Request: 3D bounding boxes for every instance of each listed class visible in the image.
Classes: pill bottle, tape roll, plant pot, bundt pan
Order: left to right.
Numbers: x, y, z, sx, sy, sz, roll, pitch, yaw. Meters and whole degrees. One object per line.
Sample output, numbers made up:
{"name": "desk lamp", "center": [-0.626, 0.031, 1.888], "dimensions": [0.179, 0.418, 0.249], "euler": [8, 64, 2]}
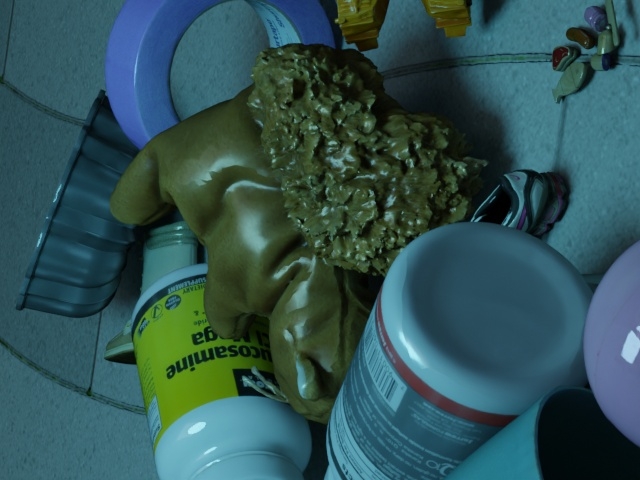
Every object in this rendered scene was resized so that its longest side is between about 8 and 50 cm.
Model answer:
{"name": "bundt pan", "center": [-0.308, -0.036, 2.521], "dimensions": [0.331, 0.124, 0.330], "euler": [-160, 90, -84]}
{"name": "tape roll", "center": [-0.119, -0.209, 2.203], "dimensions": [0.090, 0.275, 0.274], "euler": [27, 107, 55]}
{"name": "pill bottle", "center": [-0.114, 0.200, 2.164], "dimensions": [0.188, 0.188, 0.334], "euler": [-58, 33, 33]}
{"name": "pill bottle", "center": [0.122, 0.166, 1.766], "dimensions": [0.363, 0.210, 0.210], "euler": [109, 150, -50]}
{"name": "plant pot", "center": [0.190, 0.309, 1.561], "dimensions": [0.235, 0.293, 0.293], "euler": [-37, 52, 27]}

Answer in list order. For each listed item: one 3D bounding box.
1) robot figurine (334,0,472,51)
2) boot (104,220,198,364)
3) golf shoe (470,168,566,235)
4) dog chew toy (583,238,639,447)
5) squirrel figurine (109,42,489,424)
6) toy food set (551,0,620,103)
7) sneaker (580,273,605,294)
{"name": "robot figurine", "center": [0.088, -0.356, 2.021], "dimensions": [0.211, 0.085, 0.291], "euler": [-7, 60, 12]}
{"name": "boot", "center": [-0.230, 0.075, 2.504], "dimensions": [0.213, 0.077, 0.165], "euler": [-29, 61, 46]}
{"name": "golf shoe", "center": [0.177, 0.000, 1.883], "dimensions": [0.067, 0.086, 0.186], "euler": [57, 131, 43]}
{"name": "dog chew toy", "center": [0.338, 0.125, 1.381], "dimensions": [0.206, 0.207, 0.332], "euler": [-66, 30, 25]}
{"name": "squirrel figurine", "center": [0.000, 0.000, 1.998], "dimensions": [0.397, 0.281, 0.370], "euler": [-51, 51, 43]}
{"name": "toy food set", "center": [0.271, -0.196, 1.839], "dimensions": [0.122, 0.019, 0.077], "euler": [-40, 52, 57]}
{"name": "sneaker", "center": [0.267, 0.081, 1.746], "dimensions": [0.212, 0.080, 0.094], "euler": [9, 103, 56]}
